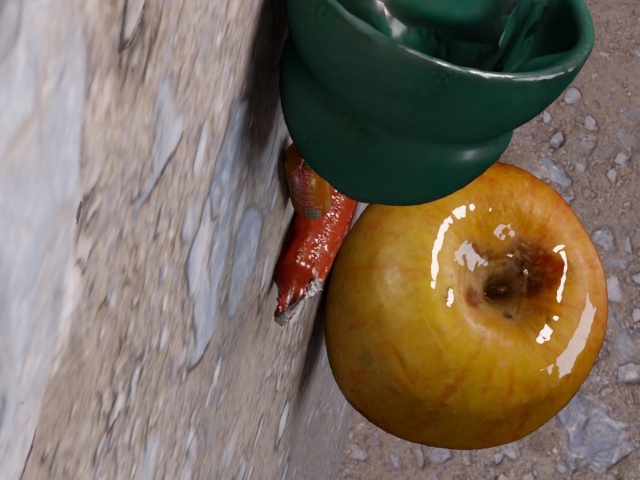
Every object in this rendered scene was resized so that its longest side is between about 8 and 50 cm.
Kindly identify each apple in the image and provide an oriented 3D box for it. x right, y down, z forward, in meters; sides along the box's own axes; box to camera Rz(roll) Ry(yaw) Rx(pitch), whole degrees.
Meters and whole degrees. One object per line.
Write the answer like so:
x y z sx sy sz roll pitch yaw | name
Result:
0.142 0.072 1.281 0.275 0.299 0.299 142 -35 -75 | apple

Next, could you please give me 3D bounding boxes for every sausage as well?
-0.008 -0.042 0.806 0.107 0.031 0.031 82 23 -76 | sausage

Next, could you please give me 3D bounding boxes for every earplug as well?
0.066 -0.154 0.659 0.257 0.163 0.280 -82 -167 -58 | earplug

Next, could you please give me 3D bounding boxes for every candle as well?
0.000 0.000 0.895 0.053 0.048 0.162 58 40 -39 | candle
